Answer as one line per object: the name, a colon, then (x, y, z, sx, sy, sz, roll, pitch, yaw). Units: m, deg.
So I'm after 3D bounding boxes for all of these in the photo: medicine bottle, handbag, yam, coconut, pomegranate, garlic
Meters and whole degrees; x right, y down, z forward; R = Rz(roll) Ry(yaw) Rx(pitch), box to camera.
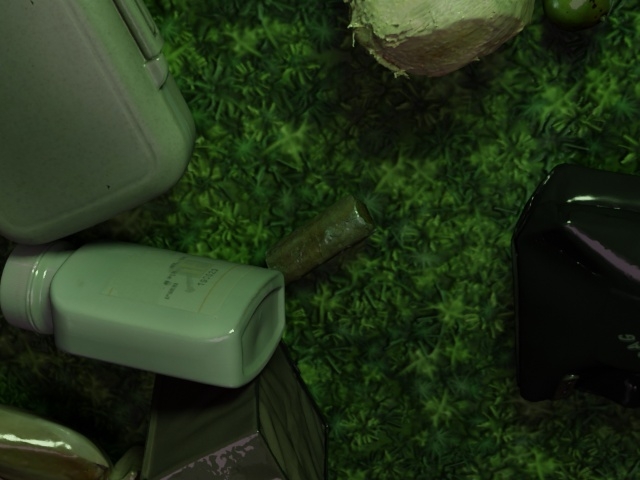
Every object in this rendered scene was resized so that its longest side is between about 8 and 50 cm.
medicine bottle: (-0.304, -0.188, 1.534, 0.282, 0.123, 0.375, -21, 111, 18)
handbag: (0.358, 0.082, 1.578, 0.342, 0.152, 0.288, 11, 129, 3)
yam: (0.000, 0.000, 1.627, 0.132, 0.054, 0.054, -33, 108, 22)
medicine bottle: (-0.196, 0.071, 1.616, 0.296, 0.161, 0.111, 11, 120, 18)
coconut: (0.120, -0.257, 1.415, 0.194, 0.194, 0.194, 3, 117, 6)
pomegranate: (0.246, -0.243, 1.470, 0.084, 0.073, 0.073, 23, 125, 39)
garlic: (-0.371, 0.311, 1.787, 0.325, 0.132, 0.279, 10, 116, 0)

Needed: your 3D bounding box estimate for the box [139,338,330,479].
box: (-0.088, 0.236, 1.648, 0.153, 0.252, 0.188, -24, 112, 12)
